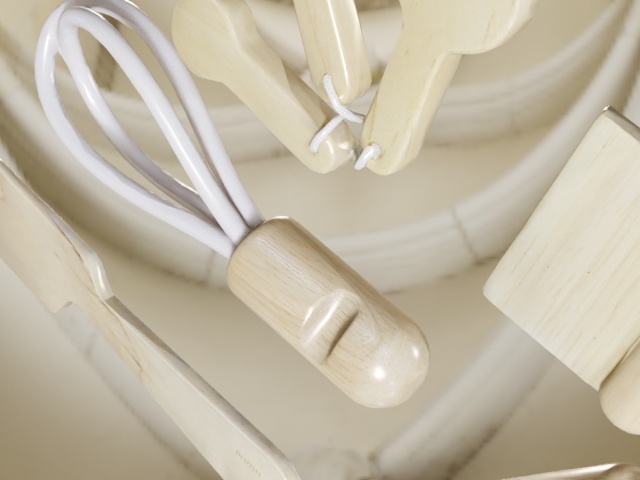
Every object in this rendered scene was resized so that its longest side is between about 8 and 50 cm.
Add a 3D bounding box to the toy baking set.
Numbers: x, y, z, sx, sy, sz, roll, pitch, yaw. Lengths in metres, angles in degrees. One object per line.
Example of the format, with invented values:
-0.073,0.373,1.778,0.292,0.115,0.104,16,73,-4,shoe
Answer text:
0.004,0.006,0.404,0.030,0.197,0.256,-27,-179,-40,toy baking set
